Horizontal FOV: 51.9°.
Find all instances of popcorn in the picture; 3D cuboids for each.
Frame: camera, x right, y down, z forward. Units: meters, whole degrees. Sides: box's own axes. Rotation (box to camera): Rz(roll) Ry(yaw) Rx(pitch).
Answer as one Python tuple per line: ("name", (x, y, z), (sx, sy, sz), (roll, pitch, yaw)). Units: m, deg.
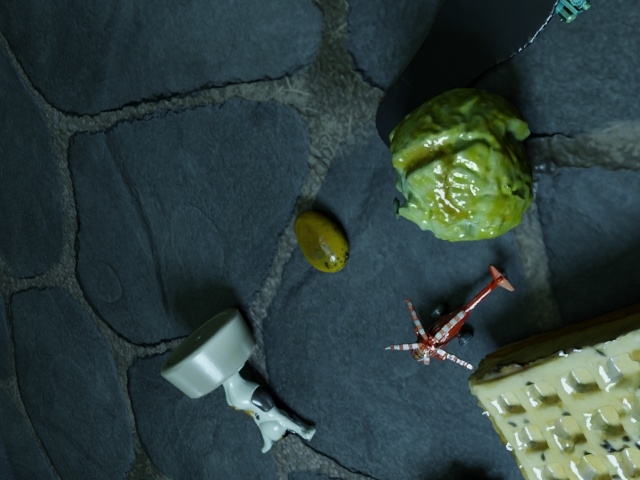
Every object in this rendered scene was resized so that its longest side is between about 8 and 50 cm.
("popcorn", (0.163, -0.080, 0.799), (0.197, 0.198, 0.212), (63, 166, 1))

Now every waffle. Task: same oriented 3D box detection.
("waffle", (0.373, 0.206, 0.738), (0.376, 0.114, 0.260), (-34, 81, 51))

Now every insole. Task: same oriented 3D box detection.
("insole", (0.174, -0.233, 0.814), (0.119, 0.009, 0.348), (52, 135, 13))

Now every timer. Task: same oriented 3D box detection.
("timer", (-0.140, 0.275, 1.200), (0.175, 0.175, 0.266), (-29, 104, 41))

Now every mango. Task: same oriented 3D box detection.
("mango", (0.000, 0.000, 1.030), (0.114, 0.057, 0.079), (50, 134, 23))

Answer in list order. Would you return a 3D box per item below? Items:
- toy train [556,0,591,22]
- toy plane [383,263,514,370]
("toy train", (0.260, -0.283, 0.738), (0.092, 0.029, 0.045), (48, 137, 12))
("toy plane", (0.183, 0.102, 0.916), (0.126, 0.077, 0.194), (29, 114, 22))
